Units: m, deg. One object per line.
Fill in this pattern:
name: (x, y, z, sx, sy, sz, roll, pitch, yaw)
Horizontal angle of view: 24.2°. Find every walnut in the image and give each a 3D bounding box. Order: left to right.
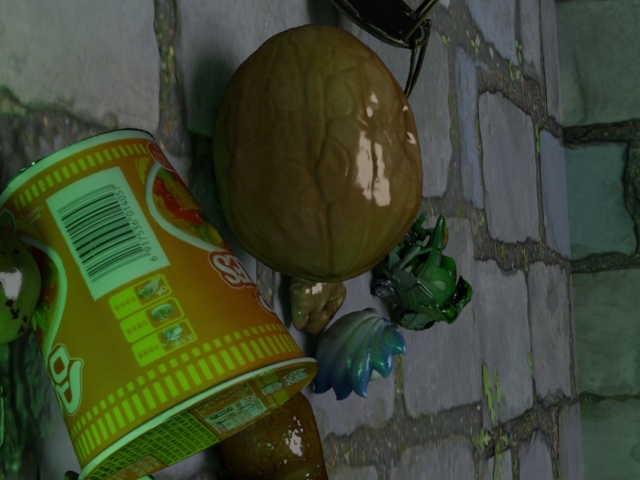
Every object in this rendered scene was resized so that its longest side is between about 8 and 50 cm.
walnut: (-0.005, -0.075, 1.299, 0.193, 0.193, 0.225, 3, 80, -71)

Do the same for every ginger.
ginger: (0.000, 0.000, 1.486, 0.176, 0.053, 0.193, -71, 152, -50)

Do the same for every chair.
chair: (0.067, -0.251, 1.626, 0.325, 0.170, 0.160, -54, -176, 26)

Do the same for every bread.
bread: (-0.015, 0.274, 1.332, 0.124, 0.084, 0.344, -65, 146, -55)

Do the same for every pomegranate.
pomegranate: (-0.199, 0.024, 0.875, 0.084, 0.073, 0.073, -130, -154, -67)

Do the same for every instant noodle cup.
instant noodle cup: (-0.116, 0.038, 0.932, 0.185, 0.168, 0.168, 61, 13, 15)

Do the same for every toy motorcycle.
toy motorcycle: (0.119, 0.043, 1.747, 0.190, 0.106, 0.074, 69, 24, -43)

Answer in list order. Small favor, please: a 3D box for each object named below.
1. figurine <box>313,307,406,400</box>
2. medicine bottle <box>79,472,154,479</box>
figurine: (0.033, 0.119, 1.509, 0.079, 0.114, 0.114, 39, 45, -36)
medicine bottle: (-0.075, 0.295, 1.131, 0.426, 0.108, 0.108, 58, 33, -51)
